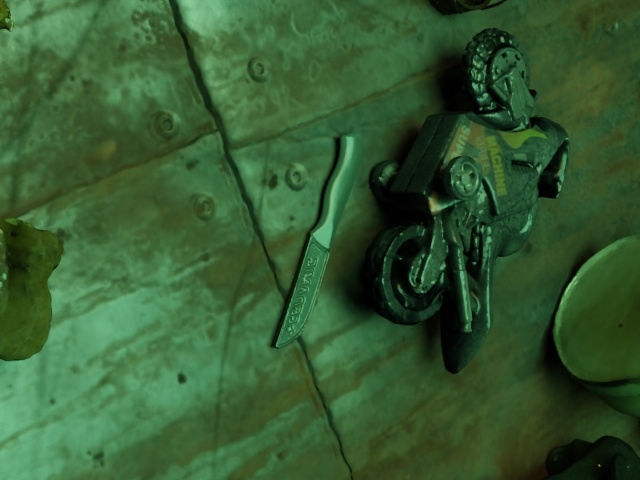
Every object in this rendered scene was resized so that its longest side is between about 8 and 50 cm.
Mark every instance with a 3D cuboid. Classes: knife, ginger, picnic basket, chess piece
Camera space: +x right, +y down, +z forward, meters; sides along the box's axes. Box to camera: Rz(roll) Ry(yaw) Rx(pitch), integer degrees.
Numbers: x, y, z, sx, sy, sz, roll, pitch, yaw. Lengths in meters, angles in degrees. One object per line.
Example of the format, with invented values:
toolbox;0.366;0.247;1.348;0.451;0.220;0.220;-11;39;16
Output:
knife;0.000;0.000;1.044;0.028;0.015;0.210;28;73;-38
ginger;-0.299;0.055;0.776;0.294;0.086;0.131;-27;110;-42
picnic basket;0.145;-0.252;1.112;0.072;0.083;0.072;1;88;-36
chess piece;0.405;0.152;1.238;0.330;0.182;0.182;41;66;-32

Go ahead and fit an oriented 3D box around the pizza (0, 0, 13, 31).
pizza;-0.306;-0.196;0.812;0.197;0.058;0.292;23;77;-33

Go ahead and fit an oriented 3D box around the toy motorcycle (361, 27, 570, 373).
toy motorcycle;0.146;-0.041;1.095;0.173;0.108;0.307;38;70;-34

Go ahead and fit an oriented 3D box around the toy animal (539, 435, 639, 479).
toy animal;0.252;0.284;1.148;0.245;0.114;0.146;-22;102;-34
